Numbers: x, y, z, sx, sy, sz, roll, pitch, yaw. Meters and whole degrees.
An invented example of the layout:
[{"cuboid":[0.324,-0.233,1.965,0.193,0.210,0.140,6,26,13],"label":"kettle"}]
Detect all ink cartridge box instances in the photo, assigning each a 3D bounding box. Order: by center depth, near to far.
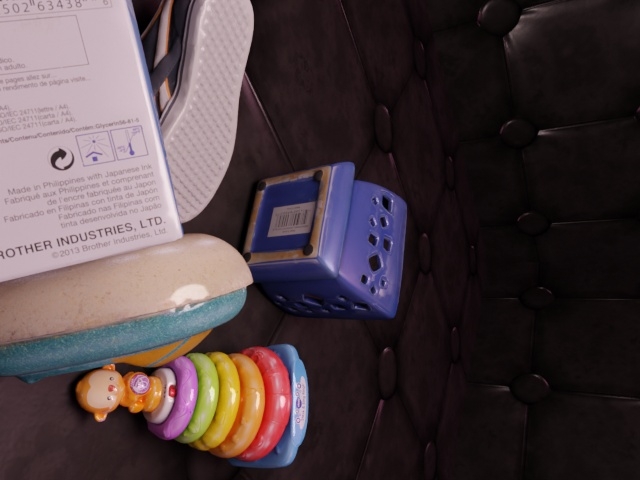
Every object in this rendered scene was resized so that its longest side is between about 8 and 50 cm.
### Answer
[{"cuboid":[-0.280,-0.167,0.368,0.269,0.151,0.396,-15,105,-19],"label":"ink cartridge box"}]

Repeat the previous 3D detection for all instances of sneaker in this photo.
[{"cuboid":[-0.191,-0.189,0.690,0.126,0.127,0.321,3,109,-54],"label":"sneaker"}]

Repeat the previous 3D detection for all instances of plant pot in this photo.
[{"cuboid":[0.000,0.000,0.882,0.212,0.235,0.236,35,58,-47],"label":"plant pot"}]

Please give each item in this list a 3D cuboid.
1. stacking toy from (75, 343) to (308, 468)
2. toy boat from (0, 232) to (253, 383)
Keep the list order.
[{"cuboid":[-0.174,0.211,0.667,0.301,0.165,0.175,24,57,-41],"label":"stacking toy"},{"cuboid":[-0.199,0.077,0.554,0.318,0.267,0.148,-139,-142,-88],"label":"toy boat"}]
